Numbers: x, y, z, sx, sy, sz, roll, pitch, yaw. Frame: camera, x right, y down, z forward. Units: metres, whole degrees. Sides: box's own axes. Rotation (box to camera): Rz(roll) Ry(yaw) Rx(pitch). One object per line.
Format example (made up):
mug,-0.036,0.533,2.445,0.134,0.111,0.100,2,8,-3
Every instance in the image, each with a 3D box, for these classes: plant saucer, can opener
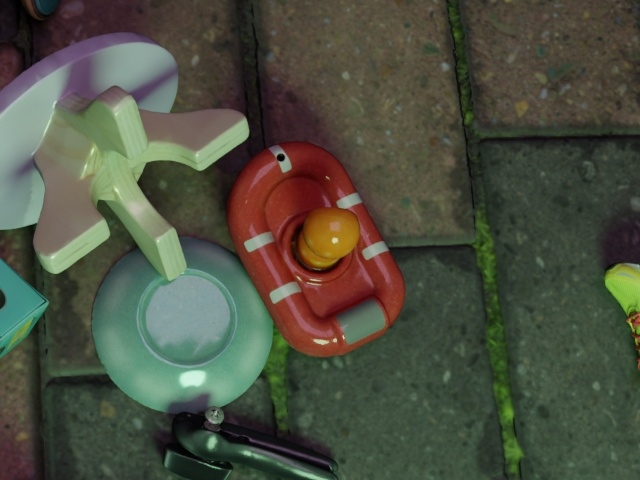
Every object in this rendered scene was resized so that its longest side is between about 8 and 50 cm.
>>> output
plant saucer,-0.143,0.085,1.614,0.194,0.037,0.195,3,74,-11
can opener,-0.069,0.219,1.588,0.186,0.073,0.059,13,33,-12

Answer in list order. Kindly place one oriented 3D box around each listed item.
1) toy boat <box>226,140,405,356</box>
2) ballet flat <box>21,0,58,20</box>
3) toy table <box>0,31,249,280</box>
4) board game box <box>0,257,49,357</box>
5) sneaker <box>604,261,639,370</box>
toy boat,0.000,0.000,1.607,0.151,0.151,0.231,-26,81,-20
ballet flat,-0.317,-0.347,1.695,0.073,0.080,0.232,0,69,17
toy table,-0.219,-0.080,1.546,0.274,0.252,0.161,-45,55,-12
board game box,-0.474,0.030,1.485,0.336,0.079,0.254,44,44,2
sneaker,0.380,0.115,1.696,0.094,0.081,0.208,-39,86,-17
